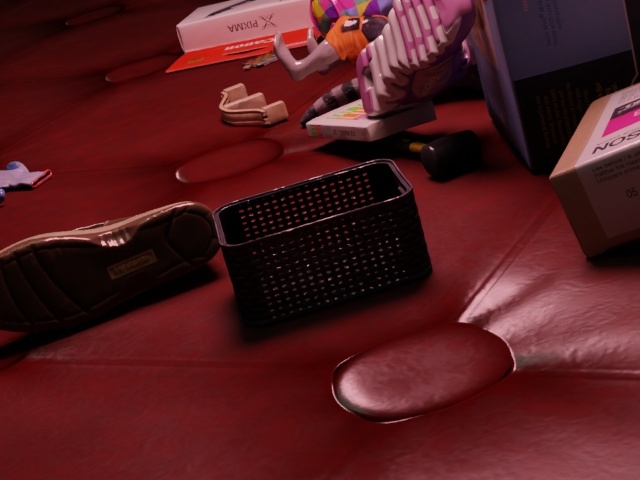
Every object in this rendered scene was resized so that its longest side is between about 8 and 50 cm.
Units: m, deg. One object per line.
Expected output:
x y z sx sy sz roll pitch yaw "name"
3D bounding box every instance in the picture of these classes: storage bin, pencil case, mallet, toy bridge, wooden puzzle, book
0.000 0.000 1.237 0.180 0.084 0.122 -17 21 -3 "storage bin"
0.099 -0.397 2.162 0.236 0.104 0.104 -25 23 -23 "pencil case"
0.102 -0.102 1.499 0.062 0.039 0.190 -23 18 -28 "mallet"
-0.107 -0.185 1.863 0.063 0.026 0.188 -23 22 -16 "toy bridge"
-0.093 -0.289 2.144 0.083 0.006 0.049 -28 24 -31 "wooden puzzle"
0.058 -0.141 1.595 0.096 0.035 0.144 -21 16 -26 "book"

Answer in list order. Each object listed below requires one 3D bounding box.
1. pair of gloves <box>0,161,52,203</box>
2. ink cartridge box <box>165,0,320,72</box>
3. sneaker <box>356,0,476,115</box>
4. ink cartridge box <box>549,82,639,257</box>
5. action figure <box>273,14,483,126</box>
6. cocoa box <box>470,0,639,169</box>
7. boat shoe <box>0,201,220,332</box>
-0.462 -0.066 1.814 0.159 0.023 0.198 -2 25 32 "pair of gloves"
-0.117 -0.371 2.300 0.275 0.060 0.239 -9 21 17 "ink cartridge box"
0.124 -0.214 1.474 0.105 0.095 0.236 -3 -17 -20 "sneaker"
0.336 -0.094 1.163 0.235 0.088 0.193 -21 15 30 "ink cartridge box"
0.137 -0.243 1.742 0.330 0.178 0.341 -3 -4 14 "action figure"
0.267 -0.287 1.410 0.228 0.347 0.231 -16 21 1 "cocoa box"
-0.227 0.028 1.338 0.258 0.095 0.095 -14 6 -14 "boat shoe"
